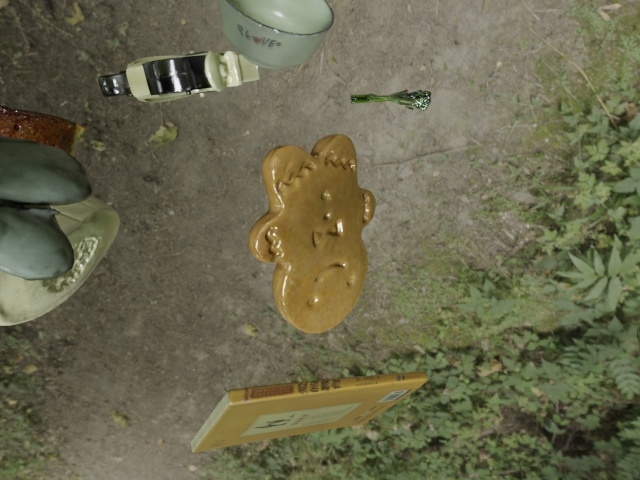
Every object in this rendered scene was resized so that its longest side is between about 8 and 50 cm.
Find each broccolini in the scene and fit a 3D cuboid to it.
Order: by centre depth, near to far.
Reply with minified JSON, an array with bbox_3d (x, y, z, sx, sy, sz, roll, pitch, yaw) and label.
[{"bbox_3d":[0.118,-0.234,0.685,0.139,0.030,0.035,-5,116,-4],"label":"broccolini"}]

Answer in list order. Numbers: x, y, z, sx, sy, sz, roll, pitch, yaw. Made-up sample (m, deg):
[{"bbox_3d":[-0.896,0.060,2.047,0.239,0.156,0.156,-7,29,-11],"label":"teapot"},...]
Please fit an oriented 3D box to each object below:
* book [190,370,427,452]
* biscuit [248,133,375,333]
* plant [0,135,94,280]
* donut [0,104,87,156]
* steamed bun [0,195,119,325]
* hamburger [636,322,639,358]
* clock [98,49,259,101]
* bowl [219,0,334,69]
[{"bbox_3d":[-0.009,0.143,0.339,0.172,0.012,0.118,6,138,-29],"label":"book"},{"bbox_3d":[0.002,0.001,0.710,0.052,0.275,0.355,17,118,46],"label":"biscuit"},{"bbox_3d":[-0.257,-0.057,0.203,0.146,0.149,0.274,-46,140,-1],"label":"plant"},{"bbox_3d":[-0.524,-0.150,0.587,0.295,0.151,0.112,0,89,-8],"label":"donut"},{"bbox_3d":[-0.816,0.014,1.082,0.371,0.456,0.290,26,123,3],"label":"steamed bun"},{"bbox_3d":[0.343,0.248,0.205,0.277,0.396,0.396,-5,134,39],"label":"hamburger"},{"bbox_3d":[-0.360,-0.413,1.026,0.379,0.276,0.120,16,123,39],"label":"clock"},{"bbox_3d":[-0.091,-0.400,0.753,0.211,0.211,0.112,19,145,-9],"label":"bowl"}]
